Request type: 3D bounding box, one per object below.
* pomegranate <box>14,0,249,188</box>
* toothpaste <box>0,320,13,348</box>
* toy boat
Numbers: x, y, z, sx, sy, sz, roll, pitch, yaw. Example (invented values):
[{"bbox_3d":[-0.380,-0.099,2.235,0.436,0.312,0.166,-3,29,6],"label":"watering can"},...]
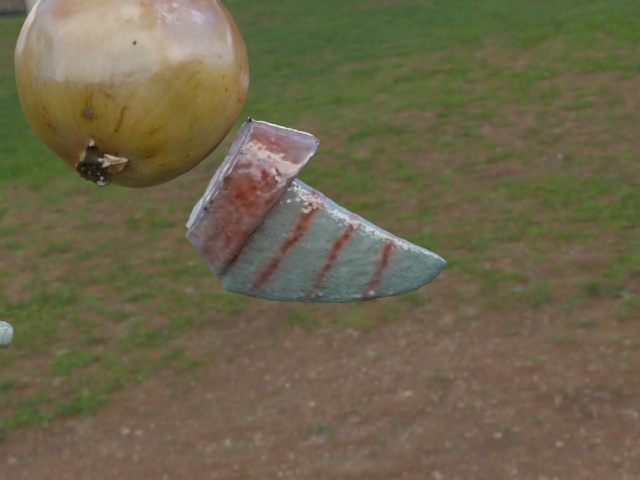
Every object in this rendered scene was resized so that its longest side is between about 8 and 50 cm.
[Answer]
[{"bbox_3d":[-0.152,-0.134,0.963,0.191,0.191,0.191,-9,9,1],"label":"pomegranate"},{"bbox_3d":[-0.406,0.065,1.081,0.255,0.067,0.037,12,13,-26],"label":"toothpaste"},{"bbox_3d":[0.000,0.000,1.359,0.282,0.206,0.096,27,12,-13],"label":"toy boat"}]
